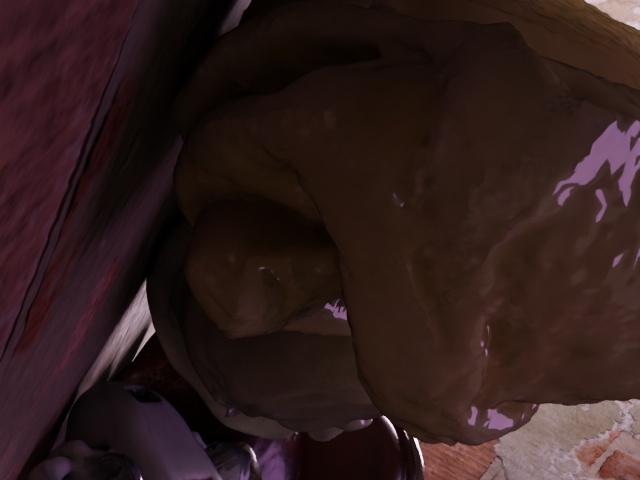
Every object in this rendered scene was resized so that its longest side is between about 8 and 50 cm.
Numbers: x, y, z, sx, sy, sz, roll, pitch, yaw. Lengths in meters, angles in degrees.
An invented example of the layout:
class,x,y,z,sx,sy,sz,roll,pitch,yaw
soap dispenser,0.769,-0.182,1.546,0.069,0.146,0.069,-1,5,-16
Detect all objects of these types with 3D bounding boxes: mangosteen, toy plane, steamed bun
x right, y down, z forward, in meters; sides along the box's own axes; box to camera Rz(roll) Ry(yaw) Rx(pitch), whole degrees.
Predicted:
class,x,y,z,sx,sy,sz,roll,pitch,yaw
mangosteen,-0.128,0.214,1.031,0.215,0.215,0.257,-61,-177,19
toy plane,-0.120,0.219,0.820,0.118,0.252,0.252,-39,-169,19
steamed bun,0.000,0.000,0.900,0.352,0.247,0.339,-53,-168,-32
steamed bun,0.082,-0.029,0.586,0.372,0.324,0.230,-83,-163,-68

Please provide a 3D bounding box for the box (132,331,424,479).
class,x,y,z,sx,sy,sz,roll,pitch,yaw
box,-0.072,0.242,1.210,0.108,0.403,0.263,30,87,-55
